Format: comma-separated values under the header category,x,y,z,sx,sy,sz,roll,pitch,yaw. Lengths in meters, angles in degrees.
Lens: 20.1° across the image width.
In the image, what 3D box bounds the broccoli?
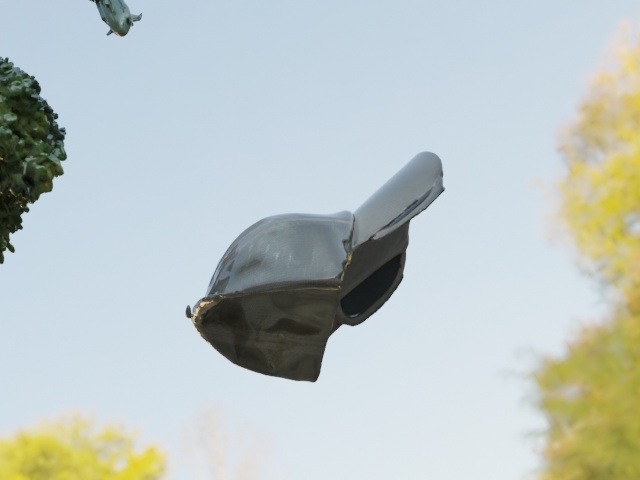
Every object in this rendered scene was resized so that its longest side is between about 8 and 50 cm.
category,x,y,z,sx,sy,sz,roll,pitch,yaw
broccoli,-0.398,-0.088,1.889,0.235,0.260,0.288,-3,-28,-35

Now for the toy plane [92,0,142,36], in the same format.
category,x,y,z,sx,sy,sz,roll,pitch,yaw
toy plane,-0.185,-0.208,1.598,0.033,0.083,0.080,-28,-40,16

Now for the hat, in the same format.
category,x,y,z,sx,sy,sz,roll,pitch,yaw
hat,0.000,0.000,1.550,0.219,0.164,0.226,109,-177,-61
